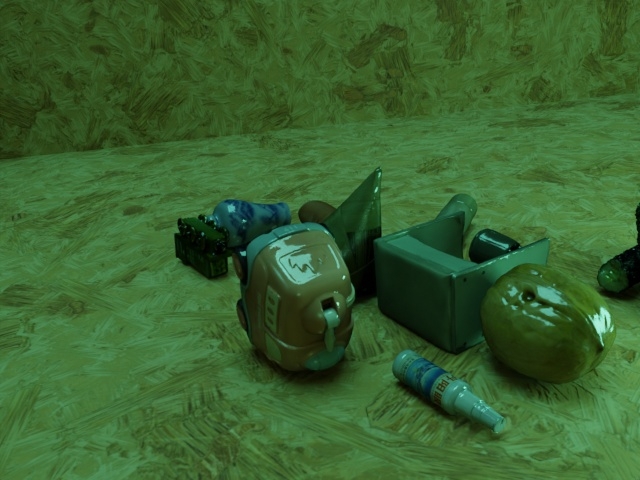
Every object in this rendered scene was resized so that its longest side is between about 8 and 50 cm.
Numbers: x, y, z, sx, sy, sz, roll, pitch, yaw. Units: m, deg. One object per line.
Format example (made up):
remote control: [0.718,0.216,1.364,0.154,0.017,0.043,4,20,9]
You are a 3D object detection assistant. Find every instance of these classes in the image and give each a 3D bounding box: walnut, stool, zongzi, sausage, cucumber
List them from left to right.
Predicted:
zongzi: [0.000,0.000,1.282,0.289,0.317,0.154,-15,35,-23]
sausage: [0.027,-0.040,1.649,0.114,0.113,0.259,-14,22,-18]
stool: [0.285,0.073,1.222,0.270,0.170,0.244,-18,25,-27]
stool: [0.419,0.027,1.405,0.096,0.096,0.110,-21,32,-33]
walnut: [0.387,0.141,1.009,0.195,0.195,0.222,-17,26,-25]
cucumber: [0.721,0.043,1.312,0.304,0.081,0.072,-17,68,-36]

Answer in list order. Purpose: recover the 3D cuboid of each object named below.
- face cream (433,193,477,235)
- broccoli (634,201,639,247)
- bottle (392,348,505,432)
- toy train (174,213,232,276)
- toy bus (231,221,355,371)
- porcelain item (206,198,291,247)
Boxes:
face cream: [0.330,-0.017,1.568,0.137,0.084,0.341,5,33,31]
broccoli: [0.772,-0.018,1.147,0.298,0.297,0.297,9,51,-11]
bottle: [0.208,0.246,0.960,0.060,0.060,0.217,-20,26,-30]
toy train: [-0.314,0.014,1.570,0.090,0.137,0.225,-14,26,-34]
toy bus: [-0.032,0.115,1.090,0.194,0.287,0.232,-18,41,-25]
porcelain item: [-0.215,-0.055,1.724,0.259,0.141,0.141,-9,20,-35]
